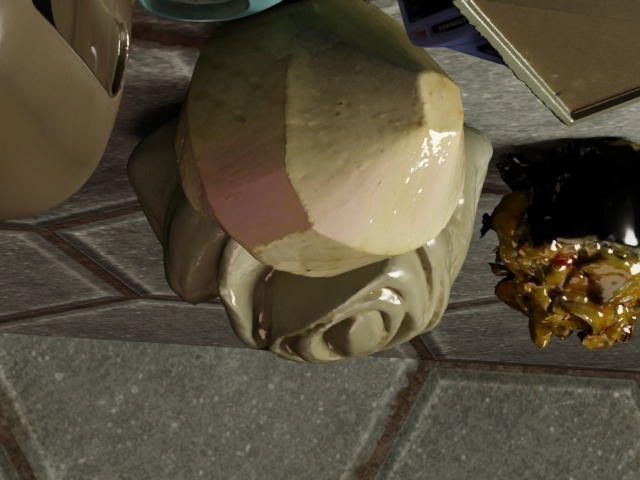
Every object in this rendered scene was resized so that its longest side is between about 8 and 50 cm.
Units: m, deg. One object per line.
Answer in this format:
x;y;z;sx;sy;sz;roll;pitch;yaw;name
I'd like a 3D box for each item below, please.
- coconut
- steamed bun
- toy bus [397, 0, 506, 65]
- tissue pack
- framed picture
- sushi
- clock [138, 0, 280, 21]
0.012;-0.092;1.545;0.259;0.259;0.259;0;167;0;coconut
0.000;0.000;1.896;0.368;0.255;0.342;7;163;-31;steamed bun
0.151;-0.193;1.312;0.292;0.133;0.125;11;164;-39;toy bus
-0.272;-0.156;1.182;0.277;0.267;0.387;2;166;10;tissue pack
0.214;-0.164;1.207;0.211;0.020;0.289;-21;156;19;framed picture
0.287;0.006;2.019;0.200;0.204;0.213;-2;162;28;sushi
-0.102;-0.208;1.451;0.108;0.045;0.147;12;164;-38;clock
